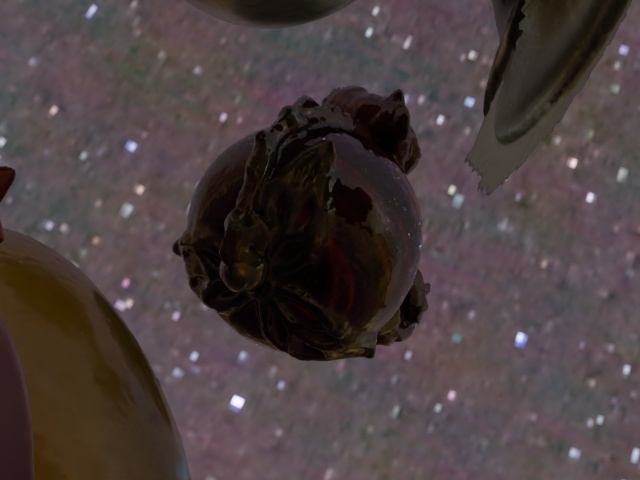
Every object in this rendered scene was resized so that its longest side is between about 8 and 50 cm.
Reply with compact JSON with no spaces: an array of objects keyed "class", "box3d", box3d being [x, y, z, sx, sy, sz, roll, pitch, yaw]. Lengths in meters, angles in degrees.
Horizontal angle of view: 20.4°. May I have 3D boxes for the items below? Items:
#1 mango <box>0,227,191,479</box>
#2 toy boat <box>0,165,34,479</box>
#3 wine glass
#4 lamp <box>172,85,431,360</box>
[{"class":"mango","box3d":[-0.165,0.210,0.896,0.220,0.445,0.301,-5,-22,-38]},{"class":"toy boat","box3d":[-0.151,0.129,0.674,0.219,0.318,0.072,17,-13,42]},{"class":"wine glass","box3d":[0.015,-0.206,1.012,0.323,0.238,0.238,32,-40,19]},{"class":"lamp","box3d":[0.007,0.005,1.162,0.151,0.223,0.215,28,-52,39]}]
